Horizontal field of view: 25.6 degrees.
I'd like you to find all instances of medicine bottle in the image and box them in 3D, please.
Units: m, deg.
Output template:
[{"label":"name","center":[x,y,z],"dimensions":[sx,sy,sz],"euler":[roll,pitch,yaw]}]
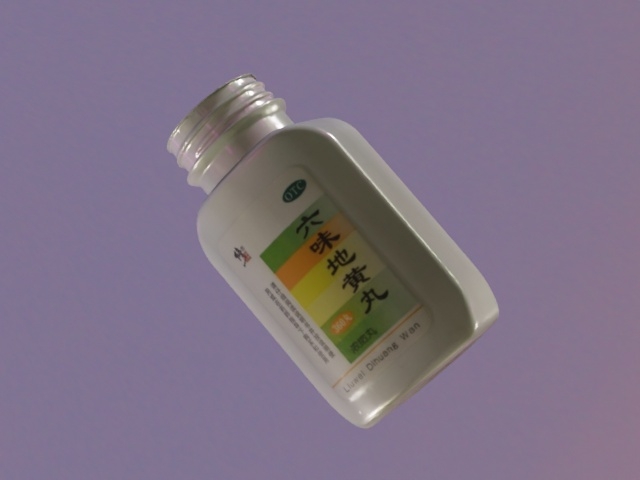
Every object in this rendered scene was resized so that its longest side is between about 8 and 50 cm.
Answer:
[{"label":"medicine bottle","center":[0.000,0.000,1.293],"dimensions":[0.179,0.124,0.324],"euler":[-44,-101,26]}]
